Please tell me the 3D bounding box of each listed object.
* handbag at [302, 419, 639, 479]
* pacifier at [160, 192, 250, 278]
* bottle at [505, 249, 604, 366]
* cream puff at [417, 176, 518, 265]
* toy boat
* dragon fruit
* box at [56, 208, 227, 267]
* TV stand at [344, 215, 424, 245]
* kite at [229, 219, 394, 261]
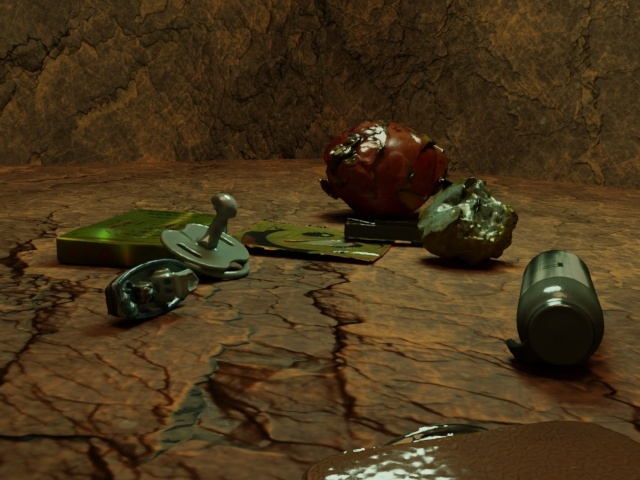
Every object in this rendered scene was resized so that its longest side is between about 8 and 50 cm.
[{"bbox_3d":[0.089,0.139,0.318,0.193,0.072,0.151,-3,11,-21],"label":"handbag"},{"bbox_3d":[-0.144,-0.007,1.000,0.126,0.117,0.150,34,17,19],"label":"pacifier"},{"bbox_3d":[0.240,0.068,0.753,0.096,0.080,0.253,-35,-2,18],"label":"bottle"},{"bbox_3d":[0.236,-0.017,1.154,0.156,0.156,0.121,-6,-30,-38],"label":"cream puff"},{"bbox_3d":[-0.174,0.051,0.794,0.066,0.059,0.140,-7,5,20],"label":"toy boat"},{"bbox_3d":[0.146,-0.159,1.621,0.250,0.251,0.315,8,26,29],"label":"dragon fruit"},{"bbox_3d":[-0.271,-0.008,1.166,0.172,0.043,0.311,4,10,7],"label":"box"},{"bbox_3d":[0.171,-0.015,1.292,0.256,0.040,0.049,3,10,0],"label":"TV stand"},{"bbox_3d":[0.000,-0.002,1.273,0.327,0.013,0.377,-2,11,-28],"label":"kite"}]
